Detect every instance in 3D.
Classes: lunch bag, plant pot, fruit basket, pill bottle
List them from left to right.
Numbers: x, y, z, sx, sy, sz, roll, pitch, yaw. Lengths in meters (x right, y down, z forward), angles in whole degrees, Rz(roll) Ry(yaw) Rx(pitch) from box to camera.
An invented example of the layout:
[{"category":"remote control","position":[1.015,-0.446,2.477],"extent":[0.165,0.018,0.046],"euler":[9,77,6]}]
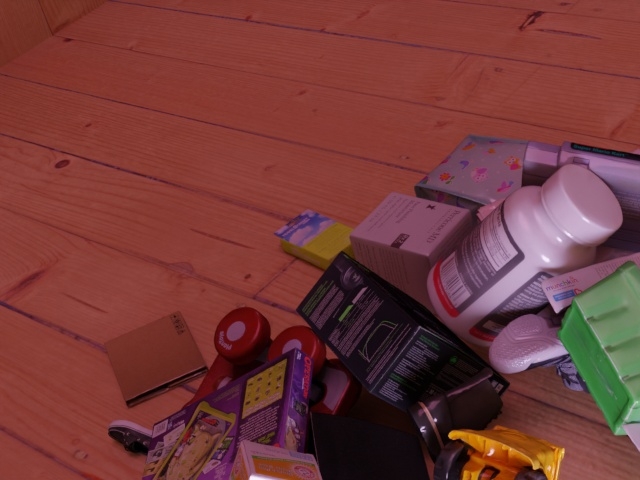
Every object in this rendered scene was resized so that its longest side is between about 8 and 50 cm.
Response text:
[{"category":"plant pot","position":[0.070,0.377,1.672],"extent":[0.167,0.188,0.187],"euler":[-2,33,-7]},{"category":"lunch bag","position":[0.356,-0.088,2.219],"extent":[0.262,0.160,0.223],"euler":[14,44,36]},{"category":"pill bottle","position":[0.332,0.022,1.842],"extent":[0.318,0.176,0.176],"euler":[-46,14,38]},{"category":"fruit basket","position":[0.549,0.149,1.683],"extent":[0.353,0.165,0.327],"euler":[-12,56,-21]}]

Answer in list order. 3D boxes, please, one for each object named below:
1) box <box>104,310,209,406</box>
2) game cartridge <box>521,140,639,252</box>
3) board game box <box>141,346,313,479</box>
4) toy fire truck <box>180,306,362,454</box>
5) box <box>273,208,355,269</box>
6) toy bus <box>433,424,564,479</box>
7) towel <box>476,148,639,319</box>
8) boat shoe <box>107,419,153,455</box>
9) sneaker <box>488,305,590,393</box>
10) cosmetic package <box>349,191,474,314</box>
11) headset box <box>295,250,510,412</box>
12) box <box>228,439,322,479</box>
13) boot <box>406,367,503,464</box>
[{"category":"box","position":[-0.319,0.224,2.179],"extent":[0.165,0.021,0.201],"euler":[-23,35,-10]},{"category":"game cartridge","position":[0.512,-0.062,1.886],"extent":[0.355,0.230,0.068],"euler":[12,58,14]},{"category":"board game box","position":[-0.156,0.323,1.785],"extent":[0.347,0.056,0.208],"euler":[-31,31,33]},{"category":"toy fire truck","position":[-0.088,0.274,1.921],"extent":[0.302,0.169,0.253],"euler":[15,69,38]},{"category":"box","position":[0.000,0.000,2.344],"extent":[0.109,0.042,0.178],"euler":[-36,39,-27]},{"category":"toy bus","position":[0.265,0.374,1.618],"extent":[0.150,0.220,0.211],"euler":[15,9,35]},{"category":"towel","position":[0.488,0.016,2.007],"extent":[0.332,0.053,0.316],"euler":[-20,61,-4]},{"category":"boat shoe","position":[-0.320,0.350,1.979],"extent":[0.142,0.049,0.040],"euler":[10,42,29]},{"category":"sneaker","position":[0.385,0.188,1.818],"extent":[0.269,0.153,0.101],"euler":[-22,34,-26]},{"category":"cosmetic package","position":[0.181,0.023,2.140],"extent":[0.184,0.151,0.151],"euler":[14,46,37]},{"category":"headset box","position":[0.127,0.169,1.854],"extent":[0.131,0.246,0.283],"euler":[-53,37,5]},{"category":"box","position":[-0.081,0.398,1.581],"extent":[0.114,0.203,0.103],"euler":[14,15,-15]},{"category":"boot","position":[0.227,0.294,1.678],"extent":[0.137,0.197,0.077],"euler":[-29,32,-5]}]
